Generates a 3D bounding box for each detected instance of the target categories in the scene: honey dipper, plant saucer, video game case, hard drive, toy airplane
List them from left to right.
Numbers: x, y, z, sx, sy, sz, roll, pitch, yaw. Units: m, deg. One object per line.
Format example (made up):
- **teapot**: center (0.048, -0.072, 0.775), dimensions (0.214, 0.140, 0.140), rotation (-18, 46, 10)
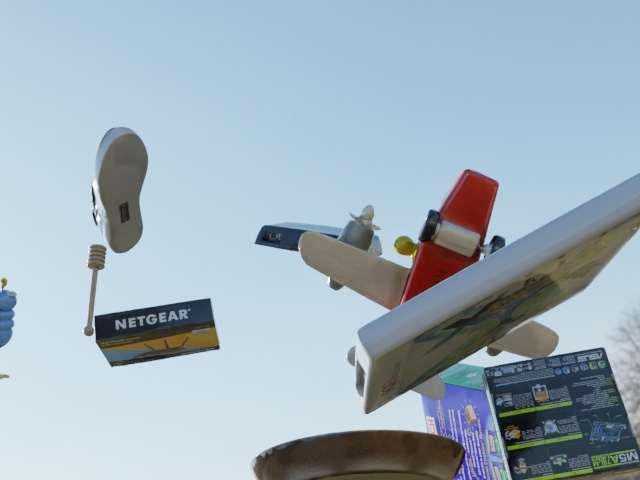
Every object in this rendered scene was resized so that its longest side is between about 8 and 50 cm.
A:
- **honey dipper**: center (-0.375, 0.082, 1.327), dimensions (0.030, 0.161, 0.030), rotation (-2, -29, -1)
- **hard drive**: center (0.000, 0.000, 1.793), dimensions (0.254, 0.054, 0.172), rotation (9, 7, 20)
- **plant saucer**: center (0.055, 0.337, 1.141), dimensions (0.310, 0.050, 0.311), rotation (-4, -30, -2)
- **toy airplane**: center (0.200, 0.089, 1.474), dimensions (0.384, 0.386, 0.272), rotation (-22, 16, 18)
- **video game case**: center (0.184, 0.070, 0.858), dimensions (0.328, 0.036, 0.300), rotation (-28, -20, -9)

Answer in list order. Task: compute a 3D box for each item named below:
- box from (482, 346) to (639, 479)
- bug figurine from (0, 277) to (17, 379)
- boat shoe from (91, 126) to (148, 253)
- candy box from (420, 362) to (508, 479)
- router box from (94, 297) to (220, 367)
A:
- **box**: center (0.353, 0.262, 1.185), dimensions (0.190, 0.184, 0.045), rotation (-11, -28, 1)
- **bug figurine**: center (-0.511, 0.175, 1.133), dimensions (0.072, 0.216, 0.279), rotation (9, 9, 12)
- **boat shoe**: center (-0.183, -0.047, 0.705), dimensions (0.049, 0.040, 0.142), rotation (-28, -31, -33)
- **candy box**: center (0.351, 0.400, 1.598), dimensions (0.122, 0.268, 0.317), rotation (-14, 5, -32)
- **router box**: center (-0.251, 0.145, 1.251), dimensions (0.178, 0.046, 0.133), rotation (-9, -25, -7)
